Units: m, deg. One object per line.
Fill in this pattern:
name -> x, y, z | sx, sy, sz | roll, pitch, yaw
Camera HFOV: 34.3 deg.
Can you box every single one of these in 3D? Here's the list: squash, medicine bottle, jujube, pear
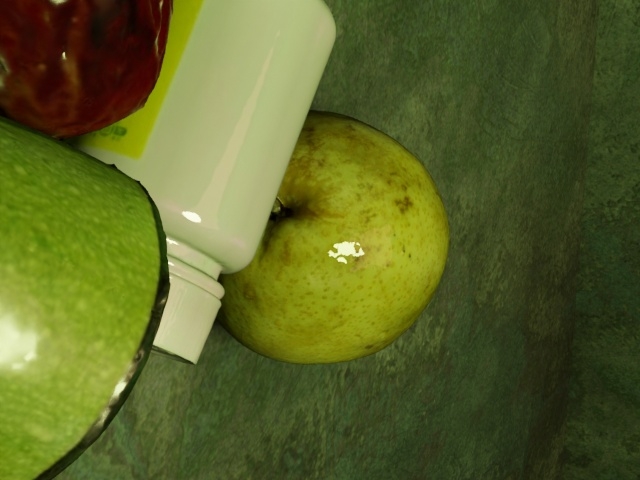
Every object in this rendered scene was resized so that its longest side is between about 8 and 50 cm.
squash -> -0.310, -0.005, 0.704 | 0.309, 0.310, 0.310 | 47, 61, -45
medicine bottle -> -0.137, -0.087, 1.008 | 0.213, 0.214, 0.378 | 38, 68, -58
jujube -> -0.223, -0.241, 0.804 | 0.223, 0.223, 0.318 | -43, 136, -44
pear -> 0.000, 0.000, 1.195 | 0.304, 0.304, 0.303 | -31, 127, -51
